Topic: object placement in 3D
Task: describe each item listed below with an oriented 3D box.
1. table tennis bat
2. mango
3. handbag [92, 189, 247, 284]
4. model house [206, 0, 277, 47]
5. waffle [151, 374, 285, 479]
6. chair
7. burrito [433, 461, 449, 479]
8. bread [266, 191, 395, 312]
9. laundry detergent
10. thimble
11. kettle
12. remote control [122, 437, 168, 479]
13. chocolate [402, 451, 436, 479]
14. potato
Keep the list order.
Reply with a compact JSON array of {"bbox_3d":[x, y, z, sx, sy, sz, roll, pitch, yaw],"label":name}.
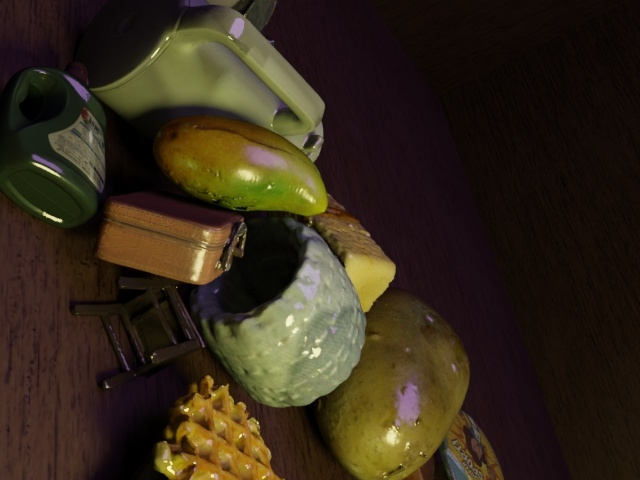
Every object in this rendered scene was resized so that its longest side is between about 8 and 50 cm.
[{"bbox_3d":[0.273,0.435,1.339,0.215,0.044,0.329,56,24,-5],"label":"table tennis bat"},{"bbox_3d":[-0.094,-0.089,0.918,0.232,0.111,0.125,22,36,-12],"label":"mango"},{"bbox_3d":[-0.165,-0.007,0.851,0.193,0.151,0.072,-38,144,-83],"label":"handbag"},{"bbox_3d":[-0.152,-0.402,1.252,0.271,0.190,0.301,44,4,21],"label":"model house"},{"bbox_3d":[-0.093,0.266,0.761,0.238,0.058,0.243,61,15,-4],"label":"waffle"},{"bbox_3d":[-0.176,0.092,0.849,0.101,0.084,0.212,65,20,8],"label":"chair"},{"bbox_3d":[0.250,0.557,1.327,0.143,0.105,0.299,52,22,-40],"label":"burrito"},{"bbox_3d":[0.000,0.000,1.149,0.266,0.141,0.178,48,-17,37],"label":"bread"},{"bbox_3d":[-0.293,-0.130,0.815,0.144,0.078,0.222,46,29,-48],"label":"laundry detergent"},{"bbox_3d":[-0.059,0.085,0.957,0.172,0.205,0.250,55,2,-30],"label":"thimble"},{"bbox_3d":[-0.147,-0.190,1.019,0.318,0.205,0.265,42,3,-45],"label":"kettle"},{"bbox_3d":[-0.168,0.308,0.662,0.140,0.056,0.296,60,20,-11],"label":"remote control"},{"bbox_3d":[0.156,0.362,1.332,0.321,0.111,0.112,-57,130,-67],"label":"chocolate"},{"bbox_3d":[0.103,0.220,1.180,0.270,0.219,0.359,44,29,0],"label":"potato"}]
